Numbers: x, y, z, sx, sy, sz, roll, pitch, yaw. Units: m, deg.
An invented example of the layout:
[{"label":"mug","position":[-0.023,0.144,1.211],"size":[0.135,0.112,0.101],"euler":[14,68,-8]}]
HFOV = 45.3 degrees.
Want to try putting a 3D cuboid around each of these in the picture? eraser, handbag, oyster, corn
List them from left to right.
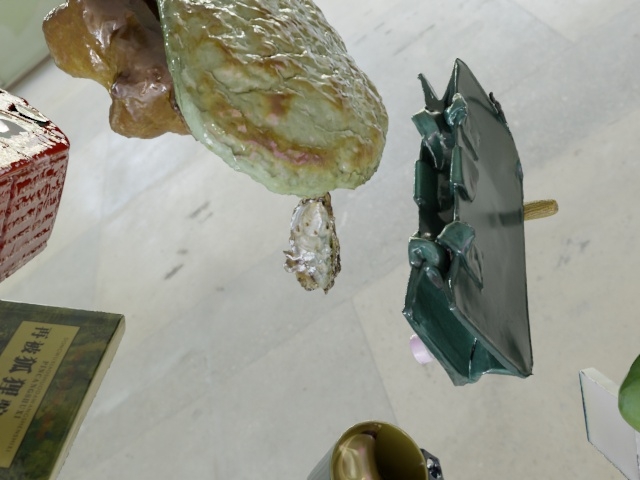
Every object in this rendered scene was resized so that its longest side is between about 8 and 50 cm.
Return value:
[{"label":"oyster","position":[0.001,0.000,0.876],"size":[0.029,0.086,0.132],"euler":[-28,-28,-54]},{"label":"handbag","position":[0.173,-0.017,0.883],"size":[0.089,0.238,0.327],"euler":[-9,57,28]},{"label":"corn","position":[0.276,-0.041,1.029],"size":[0.083,0.028,0.027],"euler":[-10,44,36]},{"label":"eraser","position":[0.360,0.225,0.934],"size":[0.023,0.104,0.150],"euler":[-10,8,-3]}]

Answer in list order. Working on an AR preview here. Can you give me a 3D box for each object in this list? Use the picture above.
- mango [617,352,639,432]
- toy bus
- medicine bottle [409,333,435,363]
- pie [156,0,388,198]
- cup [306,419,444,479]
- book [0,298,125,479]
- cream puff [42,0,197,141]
[{"label":"mango","position":[0.410,0.110,0.747],"size":[0.251,0.156,0.114],"euler":[-46,3,3]},{"label":"toy bus","position":[-0.173,-0.029,0.365],"size":[0.195,0.089,0.081],"euler":[-97,24,-76]},{"label":"medicine bottle","position":[0.284,0.178,1.511],"size":[0.219,0.115,0.078],"euler":[-25,23,22]},{"label":"pie","position":[-0.044,-0.130,0.586],"size":[0.090,0.201,0.248],"euler":[-43,47,34]},{"label":"cup","position":[0.069,0.321,1.007],"size":[0.155,0.176,0.131],"euler":[125,141,-53]},{"label":"book","position":[-0.264,0.096,0.510],"size":[0.228,0.024,0.160],"euler":[6,40,5]},{"label":"cream puff","position":[-0.147,-0.224,0.816],"size":[0.268,0.241,0.155],"euler":[-28,-2,-11]}]
